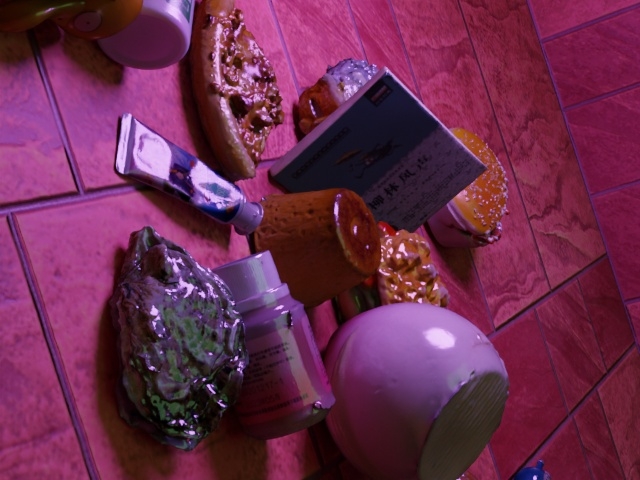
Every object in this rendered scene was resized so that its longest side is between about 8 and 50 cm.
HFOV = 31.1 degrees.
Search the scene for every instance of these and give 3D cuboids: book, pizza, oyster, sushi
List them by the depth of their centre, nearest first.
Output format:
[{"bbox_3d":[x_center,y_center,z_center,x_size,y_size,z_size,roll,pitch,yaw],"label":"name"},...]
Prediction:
[{"bbox_3d":[-0.186,0.128,1.486,0.198,0.112,0.268,24,60,-29],"label":"oyster"},{"bbox_3d":[-0.120,-0.242,1.824,0.226,0.086,0.335,21,55,-54],"label":"pizza"},{"bbox_3d":[0.109,-0.123,2.006,0.379,0.264,0.031,34,18,-49],"label":"book"},{"bbox_3d":[0.083,-0.210,2.086,0.274,0.139,0.184,35,37,-33],"label":"sushi"}]

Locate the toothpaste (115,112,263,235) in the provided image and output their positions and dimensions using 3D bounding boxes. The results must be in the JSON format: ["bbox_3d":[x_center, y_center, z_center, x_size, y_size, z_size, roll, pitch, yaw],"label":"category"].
[{"bbox_3d":[-0.189,-0.085,1.651,0.266,0.061,0.096,32,48,-42],"label":"toothpaste"}]

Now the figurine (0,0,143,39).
[{"bbox_3d":[-0.325,-0.354,1.416,0.215,0.215,0.228,-40,123,-60],"label":"figurine"}]

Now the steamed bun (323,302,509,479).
[{"bbox_3d":[0.121,0.228,1.825,0.309,0.309,0.309,38,43,-47],"label":"steamed bun"}]

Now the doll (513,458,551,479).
[{"bbox_3d":[0.450,0.518,2.419,0.152,0.085,0.114,22,74,-68],"label":"doll"}]

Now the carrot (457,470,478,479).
[{"bbox_3d":[0.254,0.504,2.035,0.159,0.159,0.225,4,58,-61],"label":"carrot"}]

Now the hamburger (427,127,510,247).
[{"bbox_3d":[0.309,-0.115,2.463,0.227,0.151,0.295,53,35,-27],"label":"hamburger"}]

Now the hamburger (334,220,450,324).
[{"bbox_3d":[0.132,0.081,2.008,0.237,0.149,0.237,27,58,-53],"label":"hamburger"}]

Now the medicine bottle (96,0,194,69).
[{"bbox_3d":[-0.240,-0.385,1.636,0.133,0.133,0.274,40,43,-46],"label":"medicine bottle"}]

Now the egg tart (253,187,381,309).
[{"bbox_3d":[0.000,0.000,1.833,0.202,0.147,0.202,38,42,-44],"label":"egg tart"}]

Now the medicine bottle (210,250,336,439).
[{"bbox_3d":[-0.079,0.145,1.612,0.147,0.147,0.247,-23,94,-62],"label":"medicine bottle"}]
